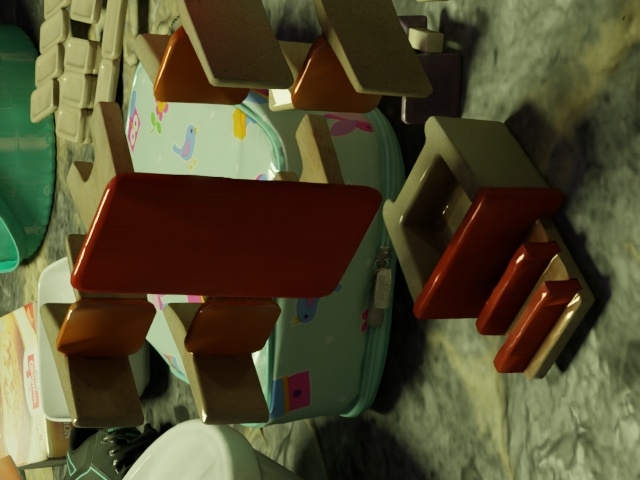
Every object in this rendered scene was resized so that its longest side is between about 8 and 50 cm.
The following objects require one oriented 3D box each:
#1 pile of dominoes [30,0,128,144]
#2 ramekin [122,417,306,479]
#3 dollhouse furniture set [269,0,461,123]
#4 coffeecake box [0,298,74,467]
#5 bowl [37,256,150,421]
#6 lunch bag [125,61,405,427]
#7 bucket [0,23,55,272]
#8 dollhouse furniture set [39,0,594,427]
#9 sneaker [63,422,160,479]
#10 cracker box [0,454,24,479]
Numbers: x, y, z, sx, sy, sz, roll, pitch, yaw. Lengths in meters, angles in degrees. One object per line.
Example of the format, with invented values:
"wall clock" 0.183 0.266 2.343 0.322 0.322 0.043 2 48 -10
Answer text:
"pile of dominoes" -0.190 -0.210 1.580 0.196 0.040 0.251 20 103 61
"ramekin" -0.072 0.263 1.198 0.273 0.127 0.273 -48 29 37
"dollhouse furniture set" 0.015 -0.119 1.080 0.081 0.114 0.091 -148 56 -63
"coffeecake box" -0.257 0.137 1.694 0.185 0.068 0.142 -22 72 61
"bowl" -0.189 0.082 1.554 0.142 0.053 0.142 -15 76 57
"lunch bag" -0.043 -0.015 1.211 0.279 0.108 0.224 34 121 56
"bucket" -0.384 -0.091 1.788 0.281 0.183 0.281 15 107 62
"dollhouse furniture set" 0.000 0.000 0.957 0.262 0.259 0.135 -64 36 40
"sneaker" -0.158 0.204 1.473 0.267 0.101 0.106 -2 89 63
"cracker box" -0.236 0.320 1.578 0.156 0.067 0.232 47 159 52
